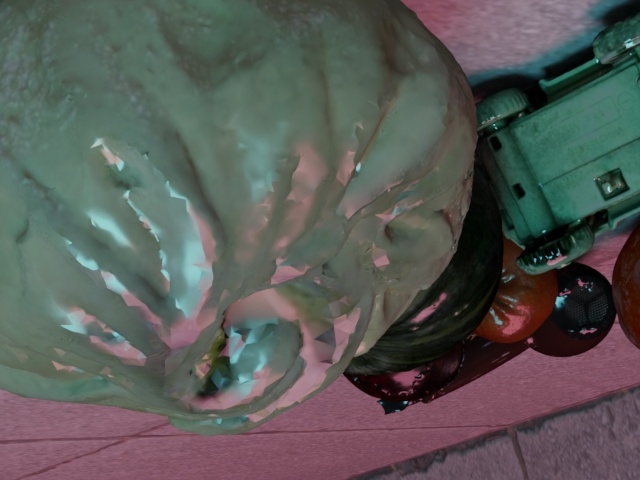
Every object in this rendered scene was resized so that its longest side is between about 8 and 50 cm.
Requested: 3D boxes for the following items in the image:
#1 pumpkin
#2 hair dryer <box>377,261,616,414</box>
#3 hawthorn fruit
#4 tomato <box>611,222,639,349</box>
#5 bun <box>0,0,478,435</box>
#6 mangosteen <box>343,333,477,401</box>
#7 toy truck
[{"bbox_3d":[0.000,0.000,1.269,0.300,0.207,0.300,-6,149,-4],"label":"pumpkin"},{"bbox_3d":[0.207,0.145,2.060,0.340,0.123,0.312,-27,178,-18],"label":"hair dryer"},{"bbox_3d":[0.210,0.053,1.810,0.133,0.133,0.138,-24,176,32],"label":"hawthorn fruit"},{"bbox_3d":[0.439,0.033,1.878,0.200,0.140,0.233,-28,-154,1],"label":"tomato"},{"bbox_3d":[-0.071,-0.016,0.952,0.359,0.211,0.360,-12,137,-12],"label":"bun"},{"bbox_3d":[0.105,0.106,1.887,0.166,0.166,0.180,-1,136,-40],"label":"mangosteen"},{"bbox_3d":[0.249,-0.088,1.282,0.279,0.155,0.156,-28,177,41],"label":"toy truck"}]
